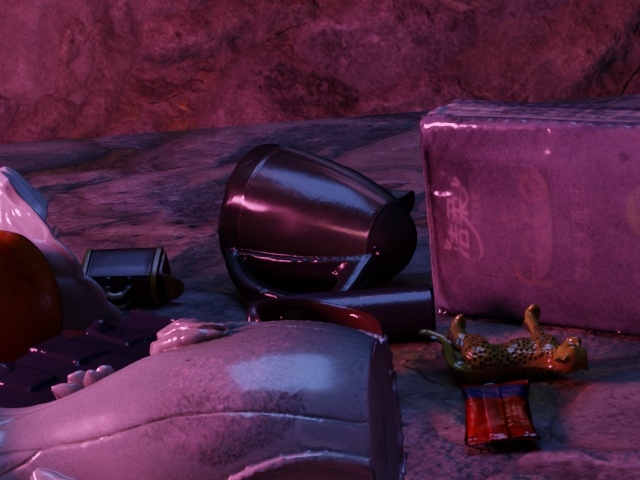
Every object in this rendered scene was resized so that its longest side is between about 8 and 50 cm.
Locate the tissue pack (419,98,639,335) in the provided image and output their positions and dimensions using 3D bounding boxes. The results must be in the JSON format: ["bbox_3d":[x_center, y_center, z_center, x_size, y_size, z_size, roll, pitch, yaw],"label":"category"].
[{"bbox_3d":[0.329,-0.032,2.173,0.394,0.288,0.124,6,19,35],"label":"tissue pack"}]

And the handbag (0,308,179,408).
[{"bbox_3d":[-0.243,0.181,1.867,0.269,0.118,0.325,14,21,33],"label":"handbag"}]

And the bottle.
[{"bbox_3d":[0.028,0.101,2.173,0.244,0.072,0.082,-4,-4,3],"label":"bottle"}]

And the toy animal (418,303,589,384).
[{"bbox_3d":[0.218,0.135,2.003,0.181,0.073,0.136,-3,21,-7],"label":"toy animal"}]

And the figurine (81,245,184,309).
[{"bbox_3d":[-0.276,0.064,2.421,0.154,0.082,0.098,-1,28,11],"label":"figurine"}]

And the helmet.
[{"bbox_3d":[-0.005,0.141,1.962,0.155,0.106,0.175,2,13,-23],"label":"helmet"}]

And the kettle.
[{"bbox_3d":[0.006,-0.016,2.403,0.271,0.207,0.250,13,14,29],"label":"kettle"}]

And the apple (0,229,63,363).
[{"bbox_3d":[-0.435,0.094,2.101,0.218,0.201,0.218,-7,7,1],"label":"apple"}]

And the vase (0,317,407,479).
[{"bbox_3d":[-0.151,0.202,1.550,0.445,0.250,0.250,-6,14,9],"label":"vase"}]

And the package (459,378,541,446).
[{"bbox_3d":[0.200,0.192,1.871,0.083,0.022,0.200,-3,13,4],"label":"package"}]

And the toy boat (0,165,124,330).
[{"bbox_3d":[-0.374,0.031,2.263,0.100,0.290,0.199,-37,22,-11],"label":"toy boat"}]
